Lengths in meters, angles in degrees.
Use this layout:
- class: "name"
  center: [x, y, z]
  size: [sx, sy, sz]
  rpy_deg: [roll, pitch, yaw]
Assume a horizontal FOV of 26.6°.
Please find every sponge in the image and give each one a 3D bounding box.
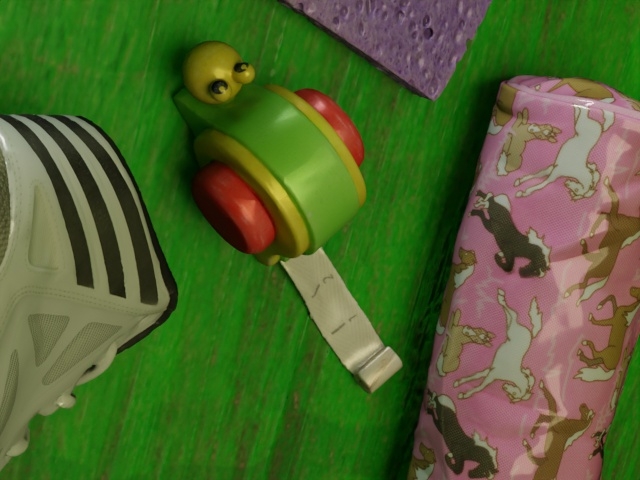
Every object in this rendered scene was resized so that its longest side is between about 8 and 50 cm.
- class: "sponge"
  center: [0.034, -0.196, 0.954]
  size: [0.210, 0.031, 0.117]
  rpy_deg: [29, 88, -37]

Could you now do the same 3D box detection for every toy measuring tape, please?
- class: "toy measuring tape"
  center: [0.000, 0.000, 0.944]
  size: [0.121, 0.121, 0.330]
  rpy_deg: [-41, 123, -16]

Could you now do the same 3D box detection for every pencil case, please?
- class: "pencil case"
  center: [0.179, 0.066, 1.060]
  size: [0.160, 0.167, 0.386]
  rpy_deg: [-8, 113, -66]

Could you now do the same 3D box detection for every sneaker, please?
- class: "sneaker"
  center: [-0.206, 0.128, 0.817]
  size: [0.258, 0.169, 0.447]
  rpy_deg: [-13, 129, -49]
